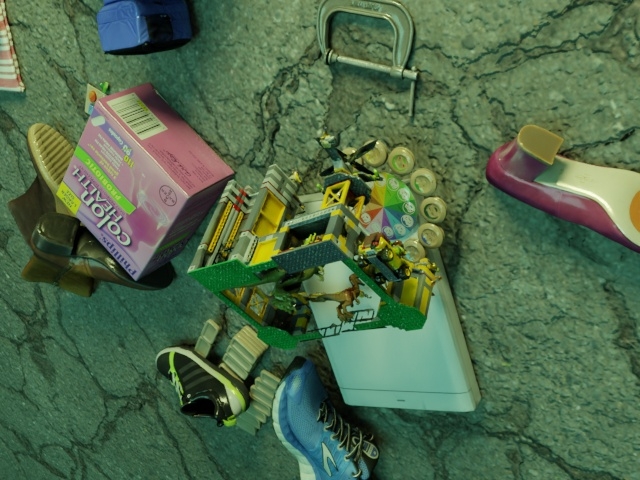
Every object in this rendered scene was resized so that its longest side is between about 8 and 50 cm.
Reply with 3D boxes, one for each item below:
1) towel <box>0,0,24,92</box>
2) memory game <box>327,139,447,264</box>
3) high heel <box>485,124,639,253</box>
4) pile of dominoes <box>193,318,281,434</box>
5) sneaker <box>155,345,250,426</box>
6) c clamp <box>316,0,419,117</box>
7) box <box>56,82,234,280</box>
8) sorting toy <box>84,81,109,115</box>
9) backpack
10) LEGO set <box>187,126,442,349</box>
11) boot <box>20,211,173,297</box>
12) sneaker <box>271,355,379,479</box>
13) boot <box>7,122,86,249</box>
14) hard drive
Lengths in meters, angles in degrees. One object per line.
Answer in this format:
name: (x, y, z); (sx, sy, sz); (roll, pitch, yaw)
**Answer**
towel: (-0.624, -0.377, 1.309); (0.144, 0.029, 0.197); (12, 121, 27)
memory game: (0.083, -0.045, 0.939); (0.186, 0.012, 0.186); (17, 123, 27)
high heel: (0.309, -0.039, 0.823); (0.244, 0.082, 0.117); (29, 161, 2)
pile of dominoes: (-0.157, 0.258, 1.331); (0.196, 0.040, 0.251); (41, 139, 10)
sneaker: (-0.239, 0.274, 1.309); (0.235, 0.097, 0.084); (18, 130, 30)
c clamp: (0.059, -0.245, 0.903); (0.161, 0.022, 0.137); (25, 126, 22)
box: (-0.299, -0.095, 1.171); (0.213, 0.117, 0.243); (47, 132, 5)
sorting toy: (-0.388, -0.247, 1.221); (0.062, 0.012, 0.083); (34, 129, 16)
backpack: (-0.246, -0.321, 1.012); (0.098, 0.120, 0.101); (9, 109, 34)
LEGO set: (0.000, 0.000, 0.935); (0.255, 0.192, 0.331); (38, 141, -26)
boot: (-0.440, 0.070, 1.360); (0.264, 0.096, 0.280); (16, 150, -19)
sneaker: (0.025, 0.332, 1.187); (0.147, 0.130, 0.330); (-7, 117, 27)
boot: (-0.545, -0.090, 1.353); (0.207, 0.090, 0.248); (-10, 114, 30)
hard drive: (0.086, 0.092, 1.049); (0.233, 0.047, 0.353); (-6, 110, 37)
